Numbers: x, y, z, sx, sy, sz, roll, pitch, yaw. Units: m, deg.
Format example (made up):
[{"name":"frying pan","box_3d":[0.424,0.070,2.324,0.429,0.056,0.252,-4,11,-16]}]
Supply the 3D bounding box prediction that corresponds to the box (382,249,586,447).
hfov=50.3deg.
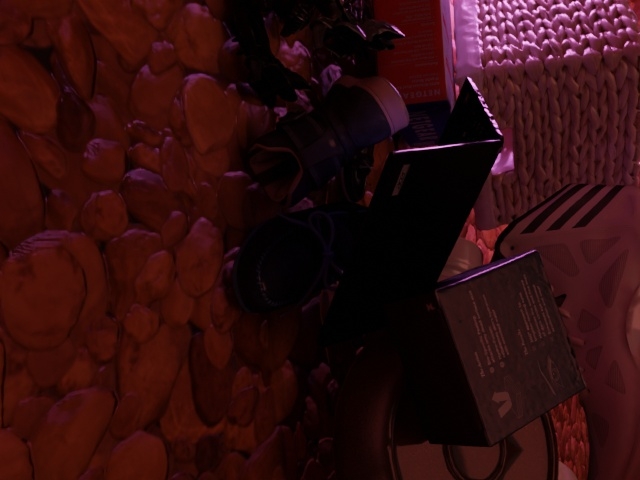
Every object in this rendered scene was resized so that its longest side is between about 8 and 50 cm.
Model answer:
[{"name":"box","box_3d":[0.171,0.110,0.709,0.158,0.093,0.156,-17,87,-34]}]

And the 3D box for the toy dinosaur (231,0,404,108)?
[{"name":"toy dinosaur","box_3d":[-0.046,-0.271,0.709,0.322,0.164,0.218,-18,87,-40]}]

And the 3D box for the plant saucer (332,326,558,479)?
[{"name":"plant saucer","box_3d":[0.158,0.228,0.753,0.311,0.050,0.310,10,70,-28]}]

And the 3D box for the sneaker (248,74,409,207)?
[{"name":"sneaker","box_3d":[-0.007,-0.114,0.776,0.086,0.163,0.226,56,-3,-10]}]

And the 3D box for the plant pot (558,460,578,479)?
[{"name":"plant pot","box_3d":[0.358,0.516,1.159,0.254,0.276,0.276,-68,142,-56]}]

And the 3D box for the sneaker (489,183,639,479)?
[{"name":"sneaker","box_3d":[0.337,0.126,0.898,0.169,0.257,0.447,51,53,-59]}]

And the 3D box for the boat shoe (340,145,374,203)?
[{"name":"boat shoe","box_3d":[0.055,-0.112,0.914,0.046,0.038,0.125,30,61,-54]}]

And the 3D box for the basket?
[{"name":"basket","box_3d":[0.366,-0.248,1.139,0.331,0.266,0.328,-83,161,-44]}]

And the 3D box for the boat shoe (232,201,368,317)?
[{"name":"boat shoe","box_3d":[0.000,0.000,0.758,0.258,0.089,0.109,-41,121,-53]}]

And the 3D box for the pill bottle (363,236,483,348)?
[{"name":"pill bottle","box_3d":[0.139,0.149,0.896,0.169,0.169,0.301,42,52,-49]}]

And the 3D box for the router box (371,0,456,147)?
[{"name":"router box","box_3d":[0.135,-0.302,0.940,0.335,0.082,0.301,4,82,-76]}]

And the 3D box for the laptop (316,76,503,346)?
[{"name":"laptop","box_3d":[0.088,-0.041,0.745,0.264,0.137,0.234,-92,-162,-55]}]
